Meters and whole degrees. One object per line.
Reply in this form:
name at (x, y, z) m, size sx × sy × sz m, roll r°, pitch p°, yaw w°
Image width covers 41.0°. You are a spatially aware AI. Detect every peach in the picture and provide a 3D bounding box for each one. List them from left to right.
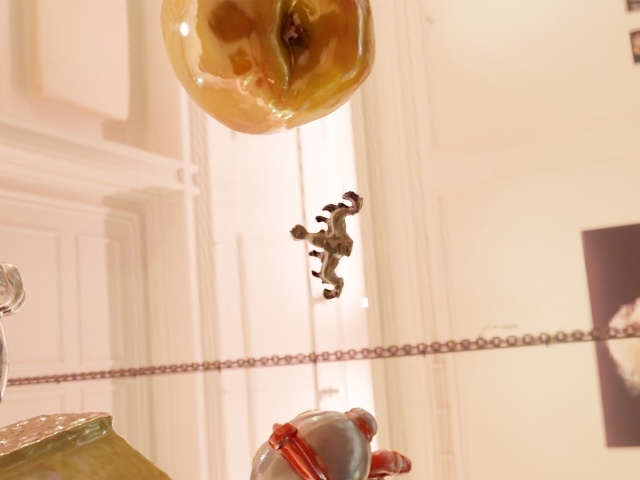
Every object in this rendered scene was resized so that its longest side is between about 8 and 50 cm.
peach at (-0.079, -0.300, 1.202) m, size 0.289 × 0.308 × 0.289 m, roll -6°, pitch -73°, yaw -22°

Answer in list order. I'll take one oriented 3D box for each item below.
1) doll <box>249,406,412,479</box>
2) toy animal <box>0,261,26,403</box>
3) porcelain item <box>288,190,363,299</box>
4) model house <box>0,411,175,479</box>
doll at (0.004, 0.200, 0.684) m, size 0.142 × 0.076 × 0.245 m, roll -40°, pitch -41°, yaw -9°
toy animal at (-0.324, 0.083, 0.681) m, size 0.208 × 0.156 × 0.204 m, roll 145°, pitch 136°, yaw -74°
porcelain item at (0.000, 0.000, 0.968) m, size 0.021 × 0.075 × 0.136 m, roll -56°, pitch -19°, yaw -61°
model house at (-0.281, 0.326, 0.791) m, size 0.261 × 0.266 × 0.321 m, roll -14°, pitch -45°, yaw -57°
